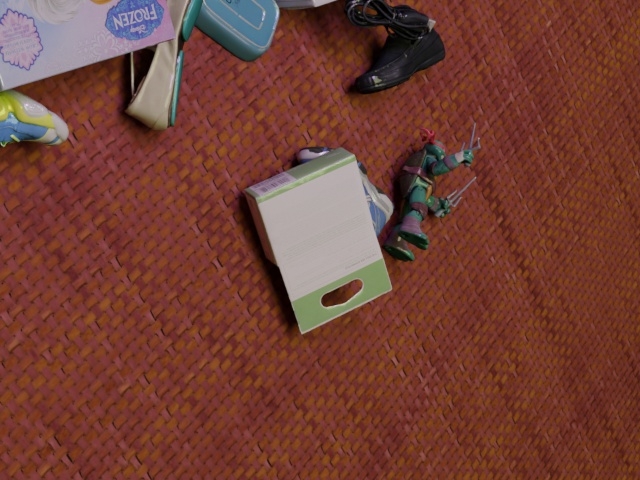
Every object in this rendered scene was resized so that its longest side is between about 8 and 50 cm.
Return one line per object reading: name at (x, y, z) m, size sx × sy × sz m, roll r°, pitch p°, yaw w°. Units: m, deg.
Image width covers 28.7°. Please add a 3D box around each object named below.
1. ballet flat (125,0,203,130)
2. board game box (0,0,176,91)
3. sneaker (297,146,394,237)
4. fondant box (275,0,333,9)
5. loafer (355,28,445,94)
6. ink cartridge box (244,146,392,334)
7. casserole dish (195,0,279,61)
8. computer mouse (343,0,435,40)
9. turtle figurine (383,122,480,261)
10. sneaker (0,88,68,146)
ballet flat at (-0.215, -0.275, 1.713) m, size 0.086 × 0.086 × 0.248 m, roll 21°, pitch 77°, yaw -42°
board game box at (-0.335, -0.362, 1.510) m, size 0.319 × 0.066 × 0.318 m, roll -32°, pitch 111°, yaw -51°
sneaker at (0.038, -0.071, 1.948) m, size 0.211 × 0.080 × 0.081 m, roll 41°, pitch 59°, yaw -34°
fondant box at (0.011, -0.540, 1.903) m, size 0.238 × 0.096 × 0.330 m, roll -27°, pitch 116°, yaw -42°
loafer at (0.124, -0.300, 2.049) m, size 0.223 × 0.076 × 0.078 m, roll -35°, pitch 107°, yaw -44°
ink cartridge box at (0.000, 0.000, 1.887) m, size 0.171 × 0.056 × 0.235 m, roll -25°, pitch 117°, yaw -18°
casserole dish at (-0.126, -0.342, 1.829) m, size 0.188 × 0.037 × 0.114 m, roll 34°, pitch 65°, yaw -37°
computer mouse at (0.132, -0.452, 1.924) m, size 0.188 × 0.072 × 0.272 m, roll 6°, pitch 91°, yaw -47°
turtle figurine at (0.181, -0.086, 2.070) m, size 0.175 × 0.118 × 0.234 m, roll 89°, pitch 25°, yaw -65°
sneaker at (-0.424, -0.139, 1.513) m, size 0.240 × 0.091 × 0.126 m, roll 27°, pitch 89°, yaw -41°
